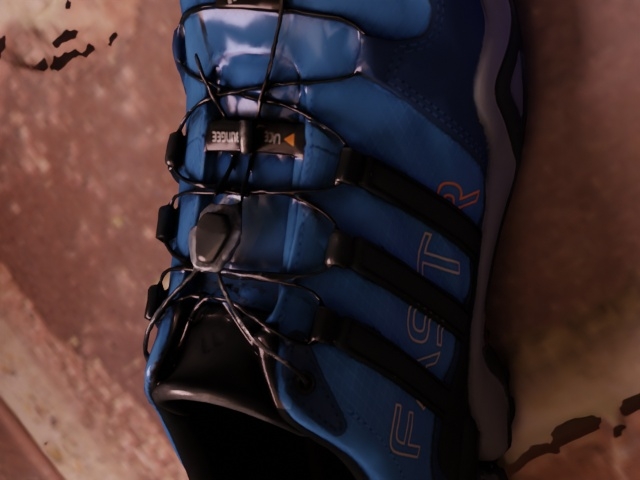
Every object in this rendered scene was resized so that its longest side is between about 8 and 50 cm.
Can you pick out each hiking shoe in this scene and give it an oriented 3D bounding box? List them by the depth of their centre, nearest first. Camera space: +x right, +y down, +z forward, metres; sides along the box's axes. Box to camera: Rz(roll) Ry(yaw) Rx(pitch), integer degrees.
[{"bbox_3d":[0.000,0.000,0.434,0.113,0.132,0.304,0,113,30],"label":"hiking shoe"}]
